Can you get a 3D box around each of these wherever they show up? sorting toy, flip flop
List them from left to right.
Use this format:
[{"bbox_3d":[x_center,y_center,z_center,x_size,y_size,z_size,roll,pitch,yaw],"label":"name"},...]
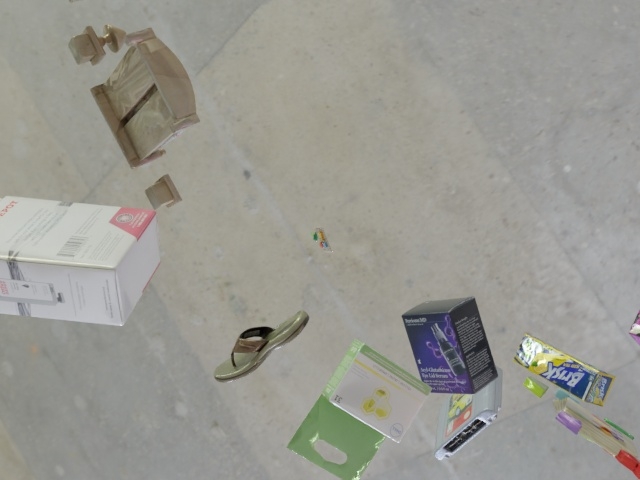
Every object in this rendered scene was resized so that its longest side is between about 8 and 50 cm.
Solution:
[{"bbox_3d":[-0.151,0.244,1.618,0.277,0.112,0.080,-36,106,14],"label":"flip flop"},{"bbox_3d":[0.000,0.000,1.422,0.062,0.012,0.083,63,166,-6],"label":"sorting toy"}]

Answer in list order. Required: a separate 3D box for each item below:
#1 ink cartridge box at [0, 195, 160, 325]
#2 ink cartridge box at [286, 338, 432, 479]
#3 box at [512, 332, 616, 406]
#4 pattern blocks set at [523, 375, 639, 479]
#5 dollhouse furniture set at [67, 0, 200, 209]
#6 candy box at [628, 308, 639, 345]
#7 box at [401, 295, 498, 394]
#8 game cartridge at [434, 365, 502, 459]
[{"bbox_3d":[-0.440,0.027,1.131,0.283,0.207,0.117,5,120,4],"label":"ink cartridge box"},{"bbox_3d":[0.072,0.323,1.227,0.171,0.056,0.235,35,82,-17],"label":"ink cartridge box"},{"bbox_3d":[0.423,0.224,1.172,0.169,0.054,0.059,29,98,58],"label":"box"},{"bbox_3d":[0.488,0.335,1.189,0.285,0.325,0.026,35,98,29],"label":"pattern blocks set"},{"bbox_3d":[-0.192,-0.257,0.934,0.303,0.174,0.355,-16,103,56],"label":"dollhouse furniture set"},{"bbox_3d":[0.835,0.257,1.530,0.159,0.233,0.071,14,70,56],"label":"candy box"},{"bbox_3d":[0.305,0.248,1.582,0.153,0.108,0.207,-15,95,50],"label":"box"},{"bbox_3d":[0.429,0.494,1.960,0.060,0.196,0.294,30,130,-2],"label":"game cartridge"}]
